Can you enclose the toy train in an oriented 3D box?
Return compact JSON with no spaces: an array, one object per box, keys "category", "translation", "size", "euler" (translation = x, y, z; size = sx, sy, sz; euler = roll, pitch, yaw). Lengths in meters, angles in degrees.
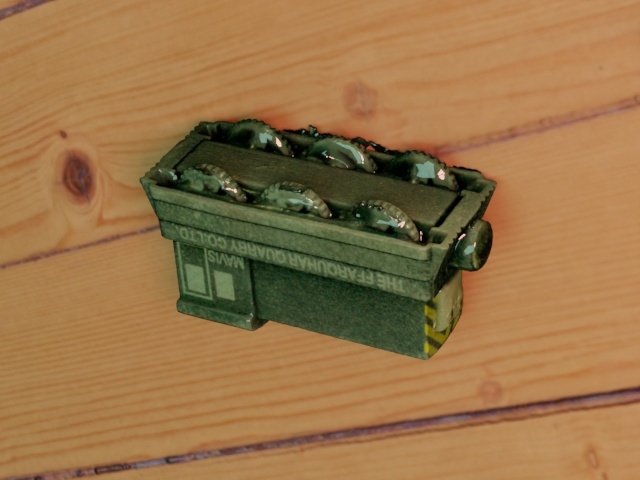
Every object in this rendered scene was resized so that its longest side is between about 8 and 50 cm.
[{"category":"toy train","translation":[0.000,0.000,1.512],"size":[0.330,0.138,0.178],"euler":[14,127,24]}]
